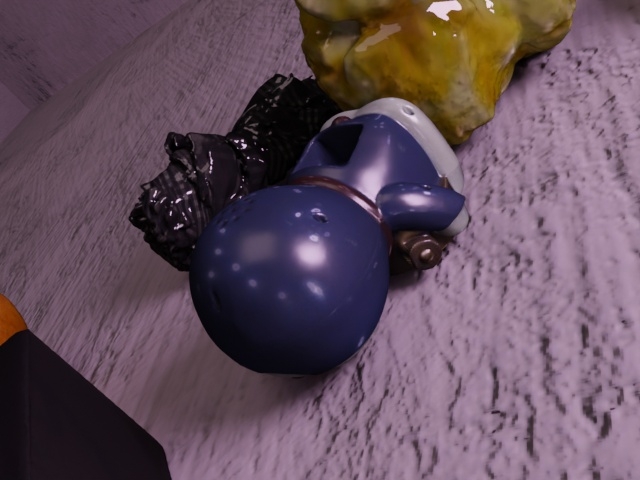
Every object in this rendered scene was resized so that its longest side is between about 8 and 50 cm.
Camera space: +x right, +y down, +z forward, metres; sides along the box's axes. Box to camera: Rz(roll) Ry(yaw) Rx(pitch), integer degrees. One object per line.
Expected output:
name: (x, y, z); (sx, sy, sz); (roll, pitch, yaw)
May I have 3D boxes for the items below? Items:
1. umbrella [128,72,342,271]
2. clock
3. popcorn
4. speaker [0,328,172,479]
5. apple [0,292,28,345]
umbrella: (-0.080, -0.116, 0.841); (0.128, 0.154, 0.337); (35, 75, 20)
clock: (0.000, 0.000, 0.585); (0.199, 0.147, 0.243); (-2, 39, 44)
popcorn: (0.107, -0.217, 0.692); (0.276, 0.276, 0.225); (-38, -9, 6)
speaker: (-0.240, 0.234, 0.496); (0.254, 0.184, 0.232); (-41, 28, -3)
apple: (-0.470, 0.153, 0.776); (0.275, 0.299, 0.299); (-48, 27, 9)
